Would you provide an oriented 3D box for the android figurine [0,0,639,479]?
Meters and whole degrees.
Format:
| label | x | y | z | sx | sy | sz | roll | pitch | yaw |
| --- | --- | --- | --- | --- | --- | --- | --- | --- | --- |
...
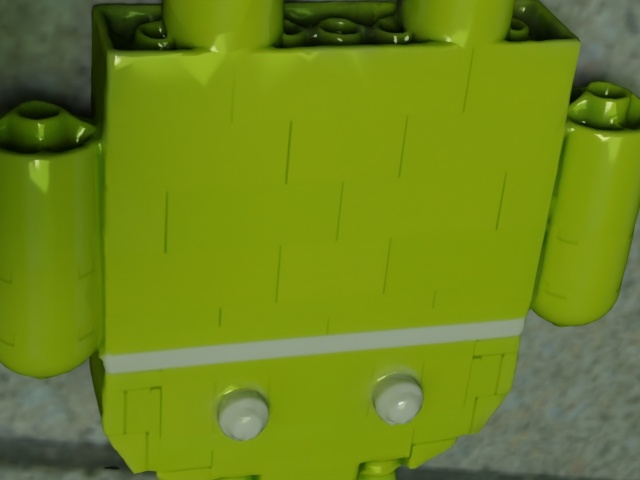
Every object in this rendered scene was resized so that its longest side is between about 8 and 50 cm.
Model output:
| label | x | y | z | sx | sy | sz | roll | pitch | yaw |
| --- | --- | --- | --- | --- | --- | --- | --- | --- | --- |
| android figurine | 0.000 | 0.000 | 0.505 | 0.248 | 0.056 | 0.273 | -2 | 120 | -17 |
